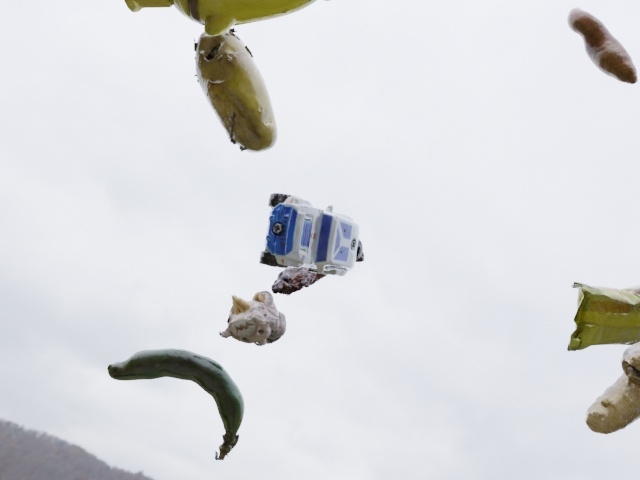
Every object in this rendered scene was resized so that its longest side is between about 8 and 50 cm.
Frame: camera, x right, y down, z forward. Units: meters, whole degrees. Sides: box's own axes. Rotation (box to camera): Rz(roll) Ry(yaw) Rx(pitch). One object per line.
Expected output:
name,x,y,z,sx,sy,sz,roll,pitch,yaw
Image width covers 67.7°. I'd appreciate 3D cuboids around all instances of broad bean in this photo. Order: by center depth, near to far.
broad bean,-0.256,0.288,0.926,0.292,0.144,0.049,40,-13,-6

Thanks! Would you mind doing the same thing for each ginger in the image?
ginger,0.422,0.123,0.566,0.089,0.075,0.288,28,-72,-18

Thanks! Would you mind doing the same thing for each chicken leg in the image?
chicken leg,-0.009,0.066,1.016,0.093,0.205,0.053,25,-37,63

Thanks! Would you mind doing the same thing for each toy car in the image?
toy car,0.000,0.000,0.566,0.070,0.080,0.171,6,-5,31

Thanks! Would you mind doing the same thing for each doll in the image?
doll,-0.133,-0.420,0.784,0.363,0.199,0.145,-1,-12,0

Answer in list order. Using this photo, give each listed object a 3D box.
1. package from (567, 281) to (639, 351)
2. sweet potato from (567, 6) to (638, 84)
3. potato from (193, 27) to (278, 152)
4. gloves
package,0.648,0.165,1.047,0.226,0.090,0.168,2,-83,-6
sweet potato,0.525,-0.363,0.895,0.055,0.202,0.058,-17,-22,-23
potato,-0.198,-0.347,1.124,0.173,0.140,0.300,30,-35,63
gloves,-0.127,0.167,0.978,0.144,0.094,0.110,17,-52,-45
